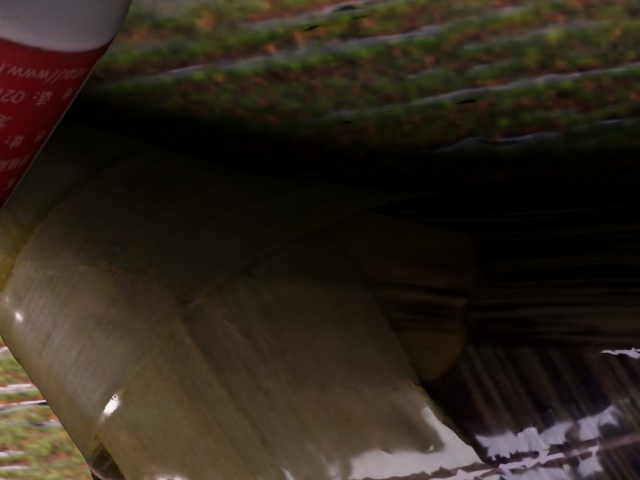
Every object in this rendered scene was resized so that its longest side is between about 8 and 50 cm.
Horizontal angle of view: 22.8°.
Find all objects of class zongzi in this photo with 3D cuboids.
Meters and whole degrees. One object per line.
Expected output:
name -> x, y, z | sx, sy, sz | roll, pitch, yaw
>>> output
zongzi -> 0.000, 0.000, 0.607 | 0.289, 0.154, 0.317 | -29, 105, 21

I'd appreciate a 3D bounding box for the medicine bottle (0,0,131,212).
medicine bottle -> -0.174, -0.031, 0.549 | 0.131, 0.131, 0.250 | 29, 115, -18
